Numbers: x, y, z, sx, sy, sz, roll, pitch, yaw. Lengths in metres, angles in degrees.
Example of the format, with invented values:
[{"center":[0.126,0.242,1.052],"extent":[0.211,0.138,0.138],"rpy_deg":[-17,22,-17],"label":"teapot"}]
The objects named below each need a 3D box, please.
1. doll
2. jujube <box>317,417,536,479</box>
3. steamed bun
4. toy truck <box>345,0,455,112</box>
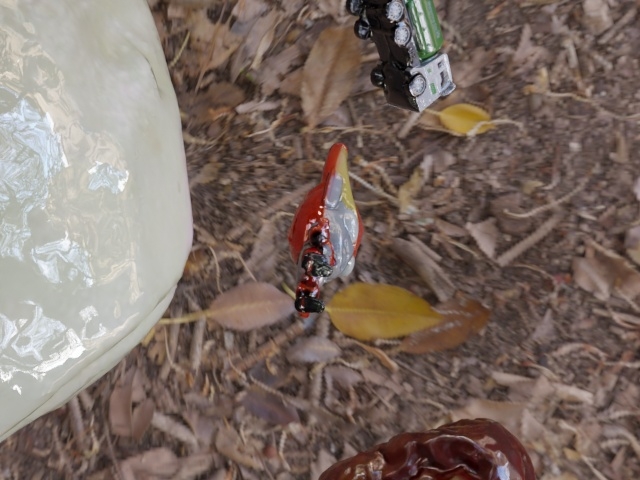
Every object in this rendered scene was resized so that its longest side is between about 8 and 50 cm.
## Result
[{"center":[0.000,0.000,0.831],"extent":[0.057,0.169,0.109],"rpy_deg":[9,112,9],"label":"doll"},{"center":[0.173,0.435,1.814],"extent":[0.376,0.276,0.277],"rpy_deg":[-15,97,24],"label":"jujube"},{"center":[-0.248,-0.051,0.418],"extent":[0.339,0.247,0.352],"rpy_deg":[-28,70,17],"label":"steamed bun"},{"center":[0.132,-0.331,1.740],"extent":[0.125,0.101,0.243],"rpy_deg":[-38,128,-25],"label":"toy truck"}]
